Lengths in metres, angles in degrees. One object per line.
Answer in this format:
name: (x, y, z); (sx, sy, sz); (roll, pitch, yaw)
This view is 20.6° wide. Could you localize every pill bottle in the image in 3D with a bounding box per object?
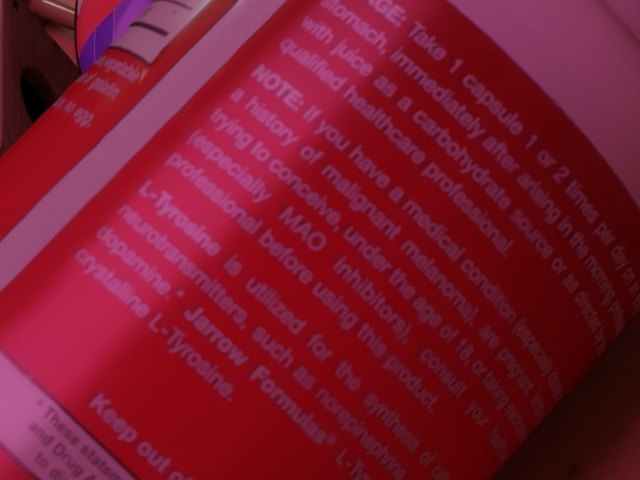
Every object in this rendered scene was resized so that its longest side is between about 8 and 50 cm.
pill bottle: (0.000, 0.000, 0.705); (0.407, 0.229, 0.229); (-47, 47, -7)

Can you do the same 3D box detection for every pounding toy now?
pounding toy: (-0.188, -0.094, 0.979); (0.181, 0.094, 0.206); (-21, 49, 16)

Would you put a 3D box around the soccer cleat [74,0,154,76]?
soccer cleat: (-0.046, -0.211, 0.926); (0.109, 0.116, 0.318); (24, 77, -2)
